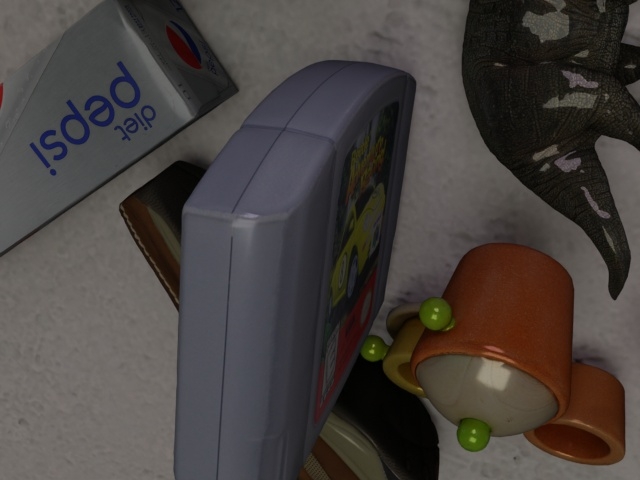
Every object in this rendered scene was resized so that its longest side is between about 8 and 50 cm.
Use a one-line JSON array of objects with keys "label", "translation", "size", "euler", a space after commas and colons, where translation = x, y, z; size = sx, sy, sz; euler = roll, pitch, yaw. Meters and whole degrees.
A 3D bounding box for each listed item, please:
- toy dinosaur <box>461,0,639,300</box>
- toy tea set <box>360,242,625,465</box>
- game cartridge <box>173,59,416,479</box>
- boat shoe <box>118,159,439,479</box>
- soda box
[{"label": "toy dinosaur", "translation": [0.149, -0.120, 0.504], "size": [0.160, 0.121, 0.314], "euler": [0, 118, 27]}, {"label": "toy tea set", "translation": [0.185, 0.130, 0.538], "size": [0.336, 0.124, 0.200], "euler": [22, 149, 3]}, {"label": "game cartridge", "translation": [0.000, 0.000, 0.474], "size": [0.060, 0.294, 0.196], "euler": [8, 114, 14]}, {"label": "boat shoe", "translation": [-0.043, 0.094, 0.622], "size": [0.120, 0.122, 0.324], "euler": [-34, 100, 27]}, {"label": "soda box", "translation": [-0.208, -0.069, 0.611], "size": [0.286, 0.091, 0.098], "euler": [-29, 102, 23]}]
